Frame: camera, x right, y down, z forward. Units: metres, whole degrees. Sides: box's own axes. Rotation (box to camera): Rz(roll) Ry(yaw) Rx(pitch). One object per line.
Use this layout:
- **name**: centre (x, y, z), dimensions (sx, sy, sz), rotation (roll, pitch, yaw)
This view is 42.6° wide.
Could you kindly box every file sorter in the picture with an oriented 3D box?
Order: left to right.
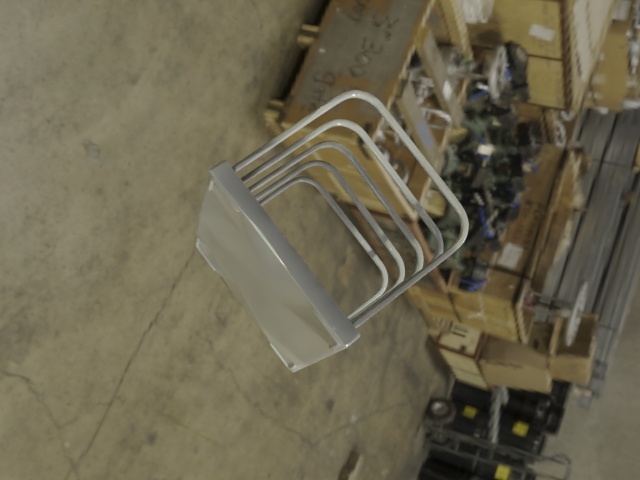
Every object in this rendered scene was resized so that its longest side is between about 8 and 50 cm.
- **file sorter**: centre (0.000, 0.000, 0.850), dimensions (0.173, 0.193, 0.277), rotation (-36, 176, -18)
